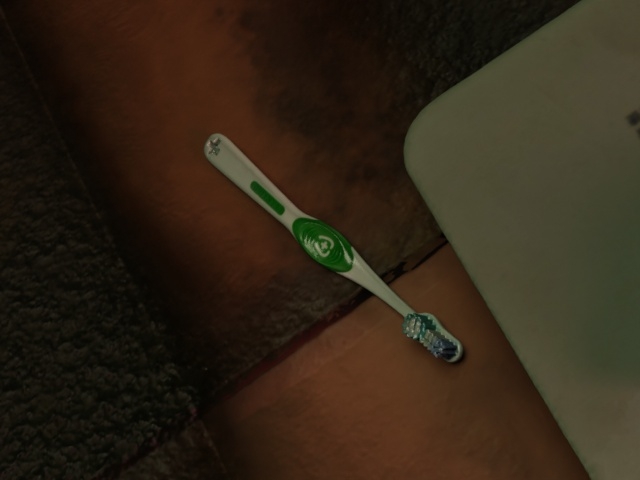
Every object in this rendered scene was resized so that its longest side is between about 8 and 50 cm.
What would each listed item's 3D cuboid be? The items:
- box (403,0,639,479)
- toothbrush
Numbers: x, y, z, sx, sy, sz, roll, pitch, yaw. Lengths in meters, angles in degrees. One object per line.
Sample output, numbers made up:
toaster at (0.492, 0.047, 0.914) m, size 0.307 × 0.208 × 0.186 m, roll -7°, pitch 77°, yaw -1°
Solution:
box at (0.277, -0.027, 0.940) m, size 0.367 × 0.090 × 0.373 m, roll -33°, pitch 57°, yaw 9°
toothbrush at (0.001, 0.000, 1.102) m, size 0.030 × 0.030 × 0.304 m, roll -47°, pitch 52°, yaw -2°
